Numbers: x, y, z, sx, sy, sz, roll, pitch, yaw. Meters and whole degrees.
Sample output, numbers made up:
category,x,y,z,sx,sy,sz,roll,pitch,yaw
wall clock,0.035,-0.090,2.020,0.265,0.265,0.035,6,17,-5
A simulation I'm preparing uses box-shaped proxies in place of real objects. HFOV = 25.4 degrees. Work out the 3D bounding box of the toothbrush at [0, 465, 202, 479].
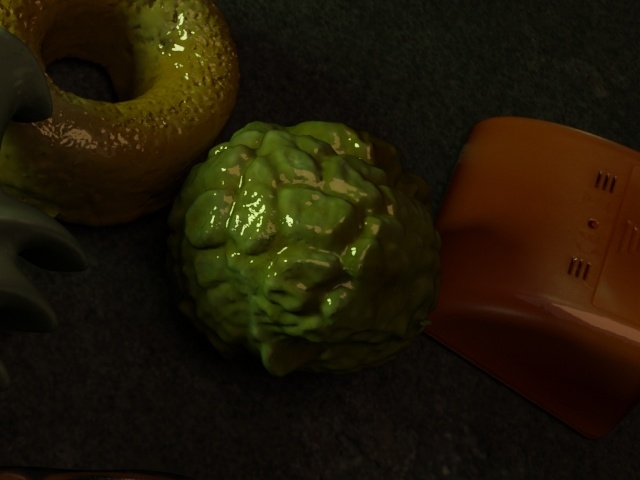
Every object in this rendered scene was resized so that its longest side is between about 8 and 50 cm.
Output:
category,x,y,z,sx,sy,sz,roll,pitch,yaw
toothbrush,-0.234,0.183,1.086,0.321,0.031,0.023,9,100,-27

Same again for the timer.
category,x,y,z,sx,sy,sz,roll,pitch,yaw
timer,0.231,0.017,1.387,0.250,0.161,0.257,25,58,-2

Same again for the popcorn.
category,x,y,z,sx,sy,sz,roll,pitch,yaw
popcorn,0.000,0.000,1.205,0.237,0.206,0.251,38,43,6

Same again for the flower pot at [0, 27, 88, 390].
category,x,y,z,sx,sy,sz,roll,pitch,yaw
flower pot,-0.332,0.016,0.981,0.367,0.164,0.254,-27,107,-35

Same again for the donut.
category,x,y,z,sx,sy,sz,roll,pitch,yaw
donut,-0.192,-0.146,1.203,0.277,0.108,0.277,12,65,-26
